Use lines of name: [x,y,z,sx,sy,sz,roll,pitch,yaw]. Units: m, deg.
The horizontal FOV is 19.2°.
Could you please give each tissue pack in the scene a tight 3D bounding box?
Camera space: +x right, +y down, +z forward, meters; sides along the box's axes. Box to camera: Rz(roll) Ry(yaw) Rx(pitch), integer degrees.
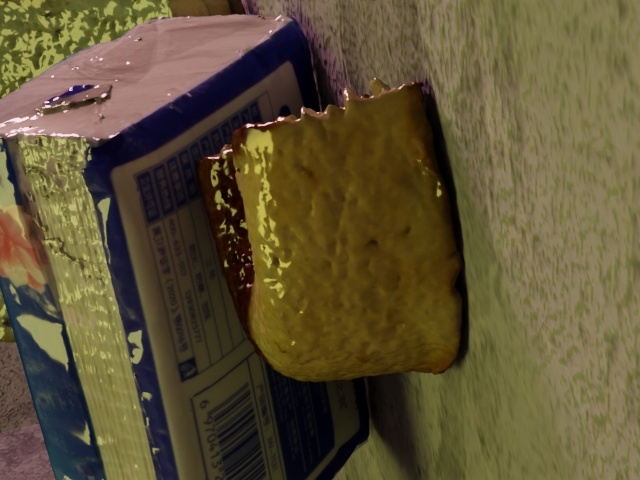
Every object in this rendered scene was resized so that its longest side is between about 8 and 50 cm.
tissue pack: [-0.079,0.029,1.033,0.209,0.137,0.269,-45,-49,-53]

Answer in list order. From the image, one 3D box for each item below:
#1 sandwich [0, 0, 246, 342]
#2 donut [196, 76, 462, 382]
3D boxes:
sandwich: [-0.147,-0.061,1.314,0.095,0.249,0.273,-35,-60,-56]
donut: [0.001,0.000,0.851,0.217,0.085,0.141,145,112,-80]
